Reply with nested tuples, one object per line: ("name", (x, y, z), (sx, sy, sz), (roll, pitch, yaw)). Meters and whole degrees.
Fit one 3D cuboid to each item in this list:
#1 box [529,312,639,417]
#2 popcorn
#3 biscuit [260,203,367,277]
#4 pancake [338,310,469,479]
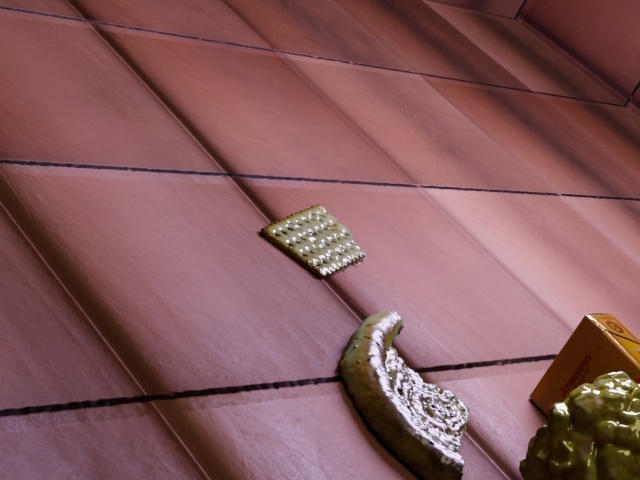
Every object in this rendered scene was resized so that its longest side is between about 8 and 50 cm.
("box", (0.458, 0.260, 1.985), (0.076, 0.174, 0.274), (6, 34, -44))
("popcorn", (0.380, 0.303, 1.792), (0.212, 0.259, 0.259), (-6, 40, -30))
("biscuit", (0.000, 0.001, 2.176), (0.144, 0.016, 0.203), (37, 26, 17))
("pancake", (0.131, 0.214, 1.863), (0.197, 0.054, 0.376), (16, 29, -30))
